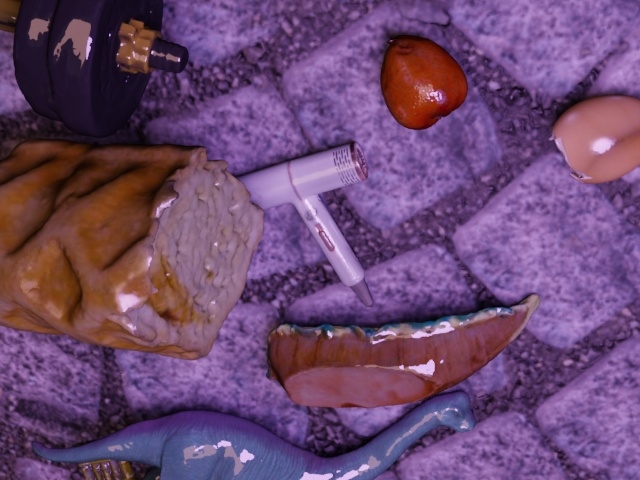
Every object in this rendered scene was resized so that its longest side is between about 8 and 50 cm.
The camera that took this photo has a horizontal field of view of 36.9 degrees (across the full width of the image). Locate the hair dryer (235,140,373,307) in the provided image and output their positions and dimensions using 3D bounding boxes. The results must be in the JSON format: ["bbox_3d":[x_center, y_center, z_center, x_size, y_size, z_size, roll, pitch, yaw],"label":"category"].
[{"bbox_3d":[-0.007,0.004,0.992,0.155,0.044,0.183,-14,107,17],"label":"hair dryer"}]

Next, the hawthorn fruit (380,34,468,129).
[{"bbox_3d":[0.089,-0.153,0.903,0.081,0.081,0.093,-34,90,19],"label":"hawthorn fruit"}]

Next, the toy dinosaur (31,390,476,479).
[{"bbox_3d":[-0.073,0.204,1.041,0.383,0.129,0.331,33,104,-7],"label":"toy dinosaur"}]

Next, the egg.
[{"bbox_3d":[0.264,-0.096,0.884,0.096,0.080,0.080,-24,101,19],"label":"egg"}]

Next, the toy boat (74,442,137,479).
[{"bbox_3d":[-0.248,0.289,1.140,0.063,0.016,0.115,-13,104,14],"label":"toy boat"}]

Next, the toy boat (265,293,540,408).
[{"bbox_3d":[0.081,0.115,0.981,0.293,0.099,0.108,-10,132,14],"label":"toy boat"}]

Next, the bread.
[{"bbox_3d":[-0.197,0.003,0.905,0.252,0.238,0.196,4,80,24],"label":"bread"}]

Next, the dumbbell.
[{"bbox_3d":[-0.310,-0.219,0.902,0.388,0.185,0.185,15,110,6],"label":"dumbbell"}]
